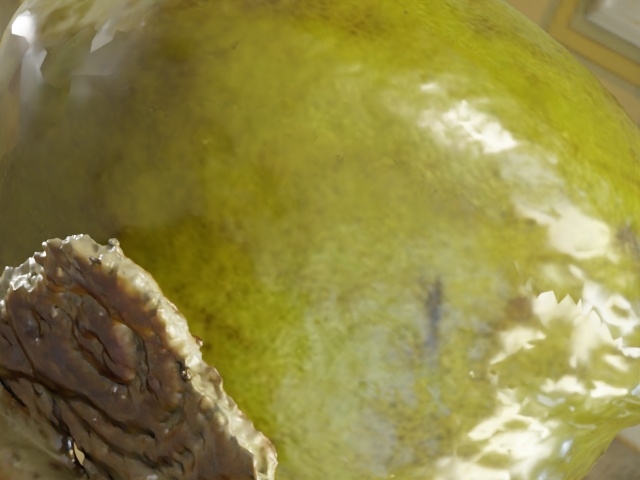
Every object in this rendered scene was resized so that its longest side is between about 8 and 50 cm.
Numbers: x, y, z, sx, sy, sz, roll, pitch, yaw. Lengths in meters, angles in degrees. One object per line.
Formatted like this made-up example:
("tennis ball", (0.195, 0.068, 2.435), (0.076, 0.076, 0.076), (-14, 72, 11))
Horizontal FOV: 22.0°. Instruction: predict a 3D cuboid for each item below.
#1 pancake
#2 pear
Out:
("pancake", (-0.117, 0.112, 0.793), (0.257, 0.056, 0.212), (-22, -85, 51))
("pear", (0.000, 0.000, 0.930), (0.413, 0.352, 0.352), (25, -70, 5))
